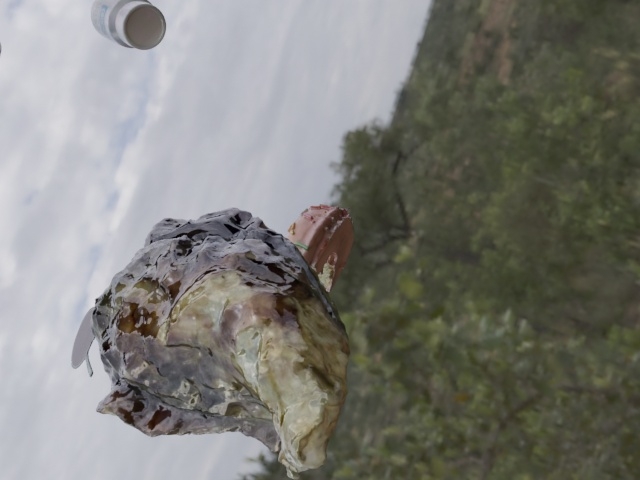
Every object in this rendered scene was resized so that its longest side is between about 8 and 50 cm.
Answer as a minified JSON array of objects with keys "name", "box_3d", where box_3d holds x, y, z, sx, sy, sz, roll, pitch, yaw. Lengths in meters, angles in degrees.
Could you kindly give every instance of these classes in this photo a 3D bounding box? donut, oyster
[{"name":"donut","box_3d":[0.000,0.000,1.543,0.117,0.065,0.166,-63,-16,-9]},{"name":"oyster","box_3d":[-0.089,0.065,0.893,0.100,0.271,0.275,32,-132,-42]}]

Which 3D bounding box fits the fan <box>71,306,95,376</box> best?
[{"name":"fan","box_3d":[-0.297,0.136,1.420,0.085,0.005,0.133,-61,26,17]}]

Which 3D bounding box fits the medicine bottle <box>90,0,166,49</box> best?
[{"name":"medicine bottle","box_3d":[-0.187,-0.215,1.093,0.089,0.052,0.052,33,108,54]}]
